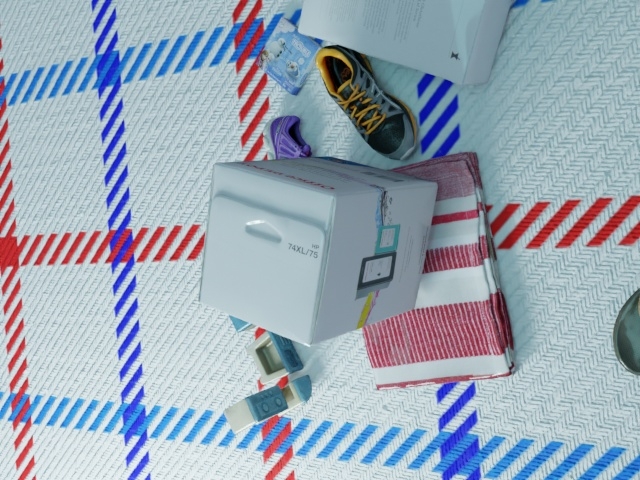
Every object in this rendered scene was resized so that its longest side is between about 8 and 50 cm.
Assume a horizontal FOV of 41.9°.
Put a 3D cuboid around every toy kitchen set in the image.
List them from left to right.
[{"bbox_3d":[-0.095,0.173,1.320,0.122,0.166,0.207,-35,76,29],"label":"toy kitchen set"}]

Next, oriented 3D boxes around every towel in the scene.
[{"bbox_3d":[0.148,0.051,1.236,0.237,0.037,0.329,-12,87,33],"label":"towel"}]

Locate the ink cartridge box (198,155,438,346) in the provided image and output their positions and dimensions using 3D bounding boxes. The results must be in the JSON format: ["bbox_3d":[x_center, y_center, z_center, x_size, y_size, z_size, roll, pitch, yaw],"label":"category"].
[{"bbox_3d":[0.000,0.000,1.147,0.198,0.270,0.197,17,106,32],"label":"ink cartridge box"}]

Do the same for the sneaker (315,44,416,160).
[{"bbox_3d":[0.061,-0.206,1.244,0.084,0.083,0.215,-43,73,25],"label":"sneaker"}]

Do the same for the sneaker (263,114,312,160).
[{"bbox_3d":[-0.043,-0.119,1.327,0.071,0.068,0.170,-15,85,26],"label":"sneaker"}]

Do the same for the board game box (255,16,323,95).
[{"bbox_3d":[-0.050,-0.296,1.343,0.090,0.020,0.090,42,113,23],"label":"board game box"}]

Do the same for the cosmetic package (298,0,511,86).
[{"bbox_3d":[0.140,-0.434,1.144,0.284,0.097,0.377,27,115,30],"label":"cosmetic package"}]

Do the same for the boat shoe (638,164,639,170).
[{"bbox_3d":[0.488,-0.162,0.972,0.088,0.096,0.268,42,115,18],"label":"boat shoe"}]

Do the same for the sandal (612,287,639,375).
[{"bbox_3d":[0.442,0.076,1.037,0.090,0.060,0.219,46,115,21],"label":"sandal"}]
